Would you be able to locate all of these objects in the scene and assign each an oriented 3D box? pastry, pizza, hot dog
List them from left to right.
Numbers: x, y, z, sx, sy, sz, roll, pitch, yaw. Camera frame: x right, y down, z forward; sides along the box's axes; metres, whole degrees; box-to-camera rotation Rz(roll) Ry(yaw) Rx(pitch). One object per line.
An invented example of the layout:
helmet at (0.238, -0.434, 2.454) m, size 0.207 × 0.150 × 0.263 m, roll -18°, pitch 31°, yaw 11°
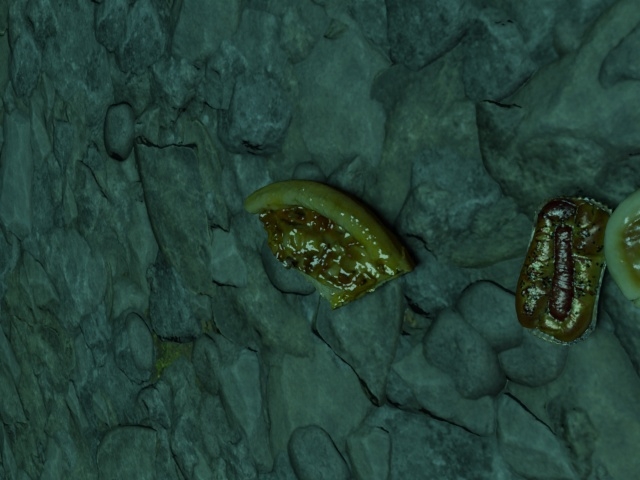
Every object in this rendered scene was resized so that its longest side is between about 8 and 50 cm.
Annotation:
pizza at (0.000, 0.000, 1.103) m, size 0.365 × 0.074 × 0.182 m, roll 32°, pitch 109°, yaw 37°
hot dog at (0.300, 0.035, 0.837) m, size 0.108 × 0.059 × 0.191 m, roll 18°, pitch 107°, yaw 36°
pastry at (0.388, 0.008, 0.723) m, size 0.156 × 0.092 × 0.156 m, roll 6°, pitch 99°, yaw 46°
